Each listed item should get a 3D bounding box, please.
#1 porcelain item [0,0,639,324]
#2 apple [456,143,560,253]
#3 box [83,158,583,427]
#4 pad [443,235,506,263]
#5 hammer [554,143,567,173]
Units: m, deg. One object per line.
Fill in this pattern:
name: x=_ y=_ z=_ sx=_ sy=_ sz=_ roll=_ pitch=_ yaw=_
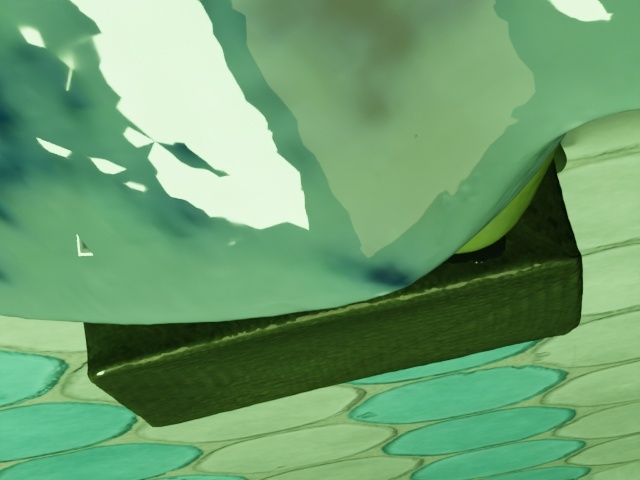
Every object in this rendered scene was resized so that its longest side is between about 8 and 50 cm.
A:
porcelain item: x=-0.052 y=-0.097 z=0.501 sx=0.405 sy=0.178 sz=0.243 roll=-5 pitch=134 yaw=32
apple: x=0.010 y=-0.083 z=0.703 sx=0.200 sy=0.200 sz=0.200 roll=-9 pitch=163 yaw=-3
box: x=0.000 y=-0.002 z=1.017 sx=0.273 sy=0.143 sz=0.184 roll=-13 pitch=163 yaw=6
pad: x=-0.041 y=-0.060 z=0.800 sx=0.265 sy=0.160 sz=0.009 roll=-4 pitch=-173 yaw=-20
hammer: x=0.061 y=-0.036 z=1.155 sx=0.195 sy=0.028 sz=0.060 roll=-12 pitch=170 yaw=17
